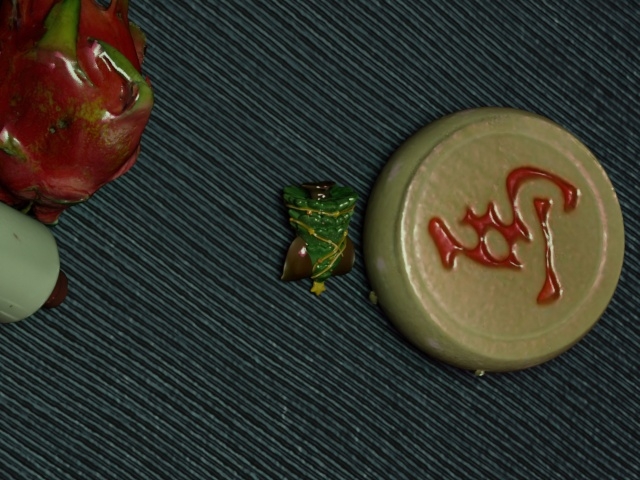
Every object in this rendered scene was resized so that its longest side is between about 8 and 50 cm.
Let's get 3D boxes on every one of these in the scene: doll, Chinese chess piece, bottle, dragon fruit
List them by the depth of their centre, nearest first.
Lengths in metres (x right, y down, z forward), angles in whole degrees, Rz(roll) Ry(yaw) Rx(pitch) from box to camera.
[{"bbox_3d":[-0.311,0.009,1.757,0.245,0.104,0.104,34,74,-54],"label":"bottle"},{"bbox_3d":[-0.254,-0.158,1.803,0.198,0.200,0.269,-3,67,-40],"label":"dragon fruit"},{"bbox_3d":[0.005,-0.003,1.917,0.078,0.077,0.113,-7,90,-27],"label":"doll"},{"bbox_3d":[0.174,0.000,1.958,0.273,0.102,0.273,1,87,-17],"label":"Chinese chess piece"}]

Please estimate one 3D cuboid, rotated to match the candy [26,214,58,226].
[{"bbox_3d":[-0.337,-0.028,1.827,0.194,0.062,0.058,7,125,-26],"label":"candy"}]
